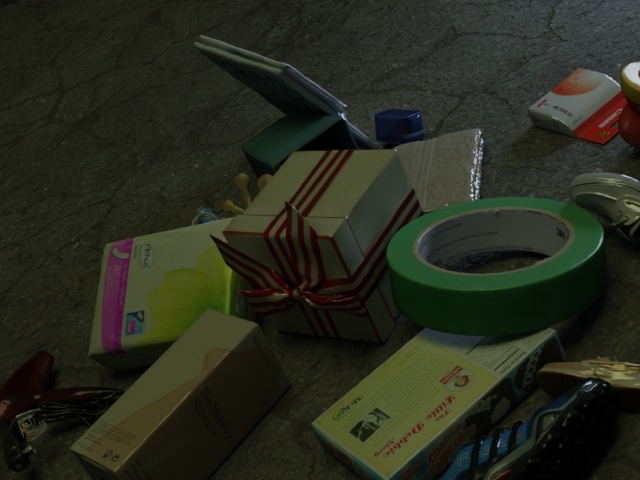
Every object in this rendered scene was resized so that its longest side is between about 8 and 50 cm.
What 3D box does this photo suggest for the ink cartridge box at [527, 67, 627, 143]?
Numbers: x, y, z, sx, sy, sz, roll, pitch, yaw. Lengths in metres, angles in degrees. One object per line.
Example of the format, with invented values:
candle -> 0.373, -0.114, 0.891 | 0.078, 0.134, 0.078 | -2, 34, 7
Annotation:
ink cartridge box -> 0.489, -0.246, 1.947 | 0.145, 0.045, 0.179 | -38, 31, -18

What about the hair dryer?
hair dryer -> -0.462, 0.285, 1.849 | 0.223, 0.080, 0.293 | -20, 34, -21

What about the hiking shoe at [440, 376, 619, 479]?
hiking shoe -> 0.237, 0.262, 1.322 | 0.304, 0.113, 0.132 | -38, 35, -18

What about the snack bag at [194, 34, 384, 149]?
snack bag -> -0.052, -0.287, 2.133 | 0.323, 0.342, 0.037 | 26, 85, 49

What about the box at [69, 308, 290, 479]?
box -> -0.203, 0.262, 1.606 | 0.121, 0.148, 0.311 | 12, 49, 44

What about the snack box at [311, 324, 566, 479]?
snack box -> 0.164, 0.211, 1.497 | 0.322, 0.060, 0.187 | -37, 32, -18

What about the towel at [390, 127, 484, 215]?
towel -> 0.202, -0.104, 1.941 | 0.187, 0.049, 0.282 | -11, 34, 20

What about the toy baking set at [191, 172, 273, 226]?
toy baking set -> -0.132, -0.007, 1.940 | 0.256, 0.030, 0.197 | -43, 71, 9

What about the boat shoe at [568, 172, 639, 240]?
boat shoe -> 0.470, -0.038, 1.591 | 0.226, 0.083, 0.076 | 16, 59, 28

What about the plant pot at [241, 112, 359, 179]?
plant pot -> -0.045, -0.148, 2.074 | 0.165, 0.166, 0.234 | -36, 31, -15

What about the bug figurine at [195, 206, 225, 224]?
bug figurine -> -0.263, 0.031, 2.050 | 0.279, 0.072, 0.216 | -37, 34, -18

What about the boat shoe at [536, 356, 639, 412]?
boat shoe -> 0.370, 0.183, 1.399 | 0.170, 0.063, 0.059 | 7, 41, 28

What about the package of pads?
package of pads -> -0.249, 0.091, 1.862 | 0.296, 0.101, 0.229 | -10, 59, 22

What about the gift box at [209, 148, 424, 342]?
gift box -> 0.000, 0.000, 1.729 | 0.255, 0.276, 0.258 | -3, 40, 41

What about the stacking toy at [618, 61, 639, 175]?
stacking toy -> 0.623, -0.151, 1.704 | 0.279, 0.130, 0.309 | 4, 38, -2

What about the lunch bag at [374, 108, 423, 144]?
lunch bag -> 0.152, -0.222, 2.126 | 0.098, 0.065, 0.067 | 11, 25, 43

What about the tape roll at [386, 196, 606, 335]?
tape roll -> 0.260, 0.031, 1.596 | 0.321, 0.077, 0.321 | -9, 23, 4
